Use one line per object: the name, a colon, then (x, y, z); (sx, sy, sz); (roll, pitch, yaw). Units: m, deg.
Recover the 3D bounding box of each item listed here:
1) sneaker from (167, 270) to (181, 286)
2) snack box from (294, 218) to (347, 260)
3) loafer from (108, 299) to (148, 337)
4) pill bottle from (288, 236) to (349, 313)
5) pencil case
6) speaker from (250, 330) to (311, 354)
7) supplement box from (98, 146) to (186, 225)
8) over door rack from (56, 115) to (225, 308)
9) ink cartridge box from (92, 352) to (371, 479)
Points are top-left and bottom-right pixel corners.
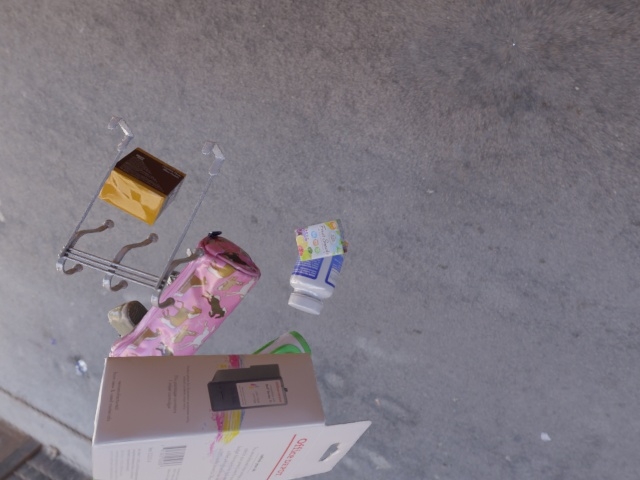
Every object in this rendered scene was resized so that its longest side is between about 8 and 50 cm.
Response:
sneaker: (-0.501, 0.156, 1.626); (0.287, 0.109, 0.130); (18, 99, 39)
snack box: (0.000, 0.000, 1.217); (0.141, 0.037, 0.100); (-11, 94, 25)
loafer: (-0.551, 0.276, 1.264); (0.092, 0.101, 0.268); (1, 132, 14)
pill bottle: (-0.014, 0.103, 1.391); (0.153, 0.271, 0.152); (18, 165, 5)
pencil case: (-0.311, 0.164, 0.952); (0.167, 0.160, 0.386); (39, 99, -9)
speaker: (-0.174, 0.404, 1.283); (0.131, 0.297, 0.131); (39, 146, 34)
supplement box: (-0.603, -0.189, 1.422); (0.192, 0.194, 0.129); (30, 121, -13)
over door rack: (-0.337, -0.054, 0.812); (0.240, 0.108, 0.323); (16, 83, 13)
ink cartridge box: (-0.128, 0.270, 0.611); (0.354, 0.119, 0.207); (6, 131, -22)
